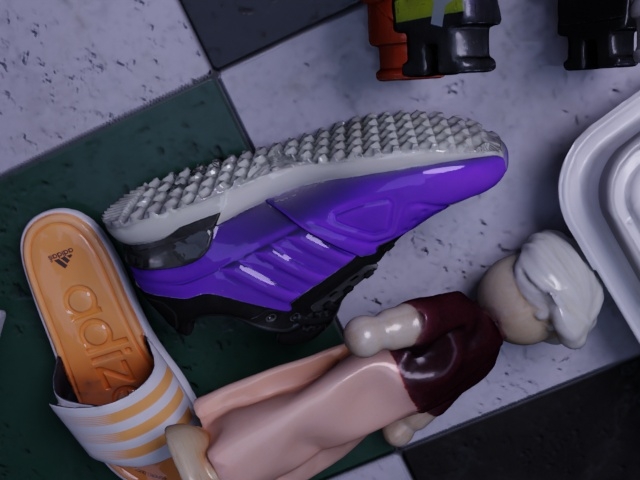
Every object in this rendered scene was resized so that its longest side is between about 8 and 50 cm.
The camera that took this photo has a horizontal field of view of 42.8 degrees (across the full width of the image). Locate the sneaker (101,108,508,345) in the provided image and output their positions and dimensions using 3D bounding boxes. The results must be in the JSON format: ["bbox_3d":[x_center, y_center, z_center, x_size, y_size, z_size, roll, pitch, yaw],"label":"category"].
[{"bbox_3d":[0.000,0.000,0.614,0.293,0.102,0.146,-13,112,8],"label":"sneaker"}]

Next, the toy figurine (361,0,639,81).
[{"bbox_3d":[0.128,-0.177,0.498,0.213,0.209,0.148,-3,100,1],"label":"toy figurine"}]

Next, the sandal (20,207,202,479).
[{"bbox_3d":[-0.175,0.106,0.650,0.102,0.076,0.265,-22,104,7],"label":"sandal"}]

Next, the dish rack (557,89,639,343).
[{"bbox_3d":[0.361,0.005,0.587,0.285,0.072,0.333,-35,104,-4],"label":"dish rack"}]

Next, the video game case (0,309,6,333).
[{"bbox_3d":[-0.422,0.117,0.658,0.285,0.025,0.204,15,89,-4],"label":"video game case"}]

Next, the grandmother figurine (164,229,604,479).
[{"bbox_3d":[0.058,0.096,0.614,0.342,0.208,0.104,-28,68,-3],"label":"grandmother figurine"}]
